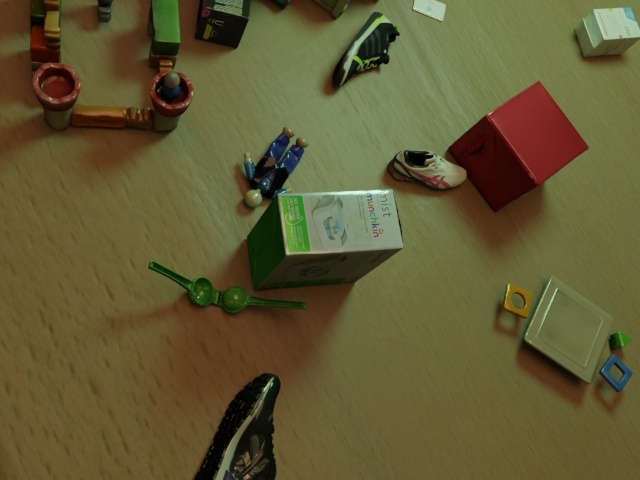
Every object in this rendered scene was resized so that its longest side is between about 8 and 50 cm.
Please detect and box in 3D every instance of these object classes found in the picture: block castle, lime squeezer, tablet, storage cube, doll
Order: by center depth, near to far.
[{"bbox_3d":[-0.185,0.095,1.472,0.310,0.110,0.059,17,50,-17],"label":"lime squeezer"},{"bbox_3d":[-0.420,-0.451,1.523,0.303,0.213,0.453,0,72,-18],"label":"block castle"},{"bbox_3d":[-0.106,-0.149,1.613,0.129,0.046,0.189,35,71,-14],"label":"doll"},{"bbox_3d":[0.446,-0.210,1.739,0.215,0.183,0.193,-35,86,-25],"label":"storage cube"},{"bbox_3d":[0.272,-0.584,1.907,0.083,0.006,0.054,18,68,-11],"label":"tablet"}]

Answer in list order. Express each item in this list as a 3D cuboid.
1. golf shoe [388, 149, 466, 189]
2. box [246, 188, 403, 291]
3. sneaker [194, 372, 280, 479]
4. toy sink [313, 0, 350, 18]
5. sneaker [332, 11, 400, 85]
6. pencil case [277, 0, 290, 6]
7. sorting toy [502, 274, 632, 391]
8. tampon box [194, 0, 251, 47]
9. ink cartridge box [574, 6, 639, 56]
[{"bbox_3d":[0.251,-0.161,1.712,0.186,0.086,0.067,7,68,-17],"label":"golf shoe"},{"bbox_3d":[0.000,0.000,1.479,0.231,0.262,0.127,-3,74,-20],"label":"box"},{"bbox_3d":[-0.130,0.388,1.407,0.124,0.107,0.283,35,68,-20],"label":"sneaker"},{"bbox_3d":[0.044,-0.625,1.767,0.234,0.153,0.131,32,65,-7],"label":"toy sink"},{"bbox_3d":[0.116,-0.436,1.762,0.097,0.084,0.235,35,65,-5],"label":"sneaker"},{"bbox_3d":[-0.122,-0.606,1.751,0.151,0.070,0.064,35,65,-5],"label":"pencil case"},{"bbox_3d":[0.550,0.199,1.709,0.347,0.047,0.196,34,61,-5],"label":"sorting toy"},{"bbox_3d":[-0.210,-0.529,1.668,0.101,0.120,0.161,9,69,-15],"label":"tampon box"},{"bbox_3d":[0.746,-0.546,2.001,0.143,0.090,0.092,-8,74,-19],"label":"ink cartridge box"}]
